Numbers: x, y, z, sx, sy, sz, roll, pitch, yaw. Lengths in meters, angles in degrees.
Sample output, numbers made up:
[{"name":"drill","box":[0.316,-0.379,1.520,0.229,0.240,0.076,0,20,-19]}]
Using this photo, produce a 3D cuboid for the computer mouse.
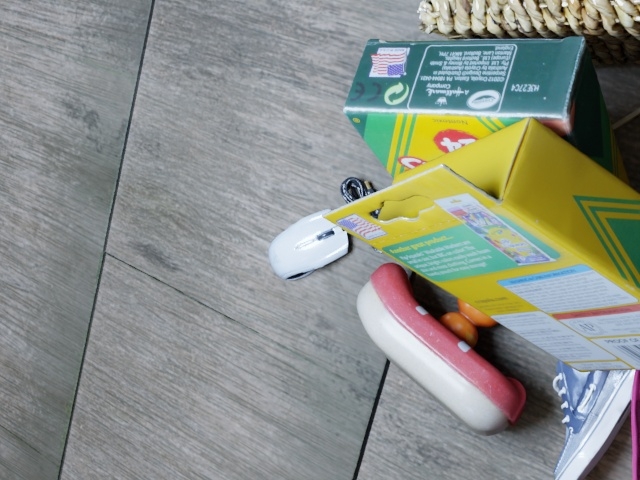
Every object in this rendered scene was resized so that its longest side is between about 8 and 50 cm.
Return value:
[{"name":"computer mouse","box":[0.000,0.000,1.109,0.193,0.042,0.106,-29,82,31]}]

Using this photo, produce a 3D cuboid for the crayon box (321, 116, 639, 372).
[{"name":"crayon box","box":[0.188,0.007,0.750,0.203,0.323,0.083,-19,44,63]}]

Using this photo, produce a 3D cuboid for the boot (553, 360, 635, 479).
[{"name":"boot","box":[0.287,0.178,0.945,0.086,0.069,0.190,34,104,29]}]

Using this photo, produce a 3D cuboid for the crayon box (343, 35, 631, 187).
[{"name":"crayon box","box":[0.181,-0.067,0.833,0.202,0.318,0.081,7,69,32]}]

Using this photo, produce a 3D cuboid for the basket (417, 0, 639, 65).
[{"name":"basket","box":[0.250,-0.274,0.769,0.223,0.299,0.213,6,97,34]}]

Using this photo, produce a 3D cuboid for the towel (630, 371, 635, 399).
[{"name":"towel","box":[0.449,0.084,0.815,0.285,0.034,0.209,9,101,18]}]

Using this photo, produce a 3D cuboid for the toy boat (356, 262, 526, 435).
[{"name":"toy boat","box":[0.155,0.102,0.988,0.231,0.151,0.151,40,84,21]}]

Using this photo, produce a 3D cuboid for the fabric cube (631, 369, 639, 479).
[{"name":"fabric cube","box":[0.434,0.213,0.695,0.259,0.254,0.258,-30,106,31]}]

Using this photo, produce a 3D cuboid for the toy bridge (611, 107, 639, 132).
[{"name":"toy bridge","box":[0.358,-0.114,0.882,0.188,0.026,0.063,0,93,32]}]
